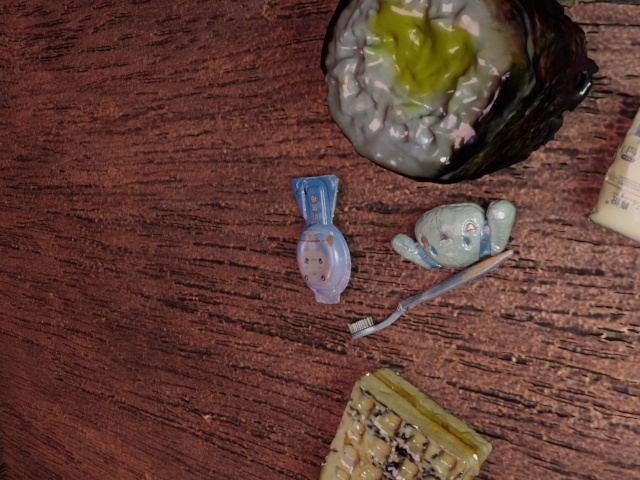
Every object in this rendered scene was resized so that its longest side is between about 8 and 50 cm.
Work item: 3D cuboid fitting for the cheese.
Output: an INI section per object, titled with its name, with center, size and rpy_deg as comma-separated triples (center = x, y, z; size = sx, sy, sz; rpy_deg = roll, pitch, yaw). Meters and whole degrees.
[cheese]
center = 0.000, 0.000, 1.228
size = 0.135, 0.052, 0.245
rpy_deg = 0, 100, 41

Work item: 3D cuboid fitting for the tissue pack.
[tissue pack]
center = 0.470, -0.062, 0.789
size = 0.222, 0.090, 0.186
rpy_deg = 29, 115, 31

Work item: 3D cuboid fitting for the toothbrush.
[toothbrush]
center = 0.177, 0.098, 1.115
size = 0.375, 0.028, 0.037
rpy_deg = -33, 71, 40

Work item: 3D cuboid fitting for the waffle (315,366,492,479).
[waffle]
center = 0.128, 0.446, 1.177
size = 0.261, 0.114, 0.376
rpy_deg = 35, 120, 31

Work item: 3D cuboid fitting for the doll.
[doll]
center = 0.213, -0.008, 1.035
size = 0.214, 0.071, 0.104
rpy_deg = -17, 101, 33

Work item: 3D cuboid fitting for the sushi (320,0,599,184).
[sushi]
center = 0.177, -0.238, 0.866
size = 0.281, 0.294, 0.300
rpy_deg = -40, 72, 42
